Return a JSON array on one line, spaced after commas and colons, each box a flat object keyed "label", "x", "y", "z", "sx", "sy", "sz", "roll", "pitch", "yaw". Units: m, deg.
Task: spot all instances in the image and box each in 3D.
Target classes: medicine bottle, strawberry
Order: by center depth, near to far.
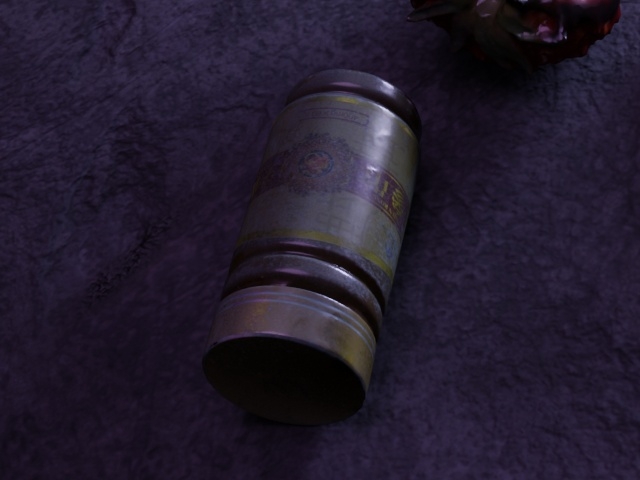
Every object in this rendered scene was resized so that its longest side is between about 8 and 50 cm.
[{"label": "medicine bottle", "x": 0.000, "y": 0.000, "z": 1.628, "sx": 0.151, "sy": 0.151, "sz": 0.322, "roll": -2, "pitch": 51, "yaw": 22}, {"label": "strawberry", "x": 0.218, "y": -0.275, "z": 1.808, "sx": 0.233, "sy": 0.138, "sz": 0.306, "roll": 24, "pitch": 37, "yaw": 17}]
